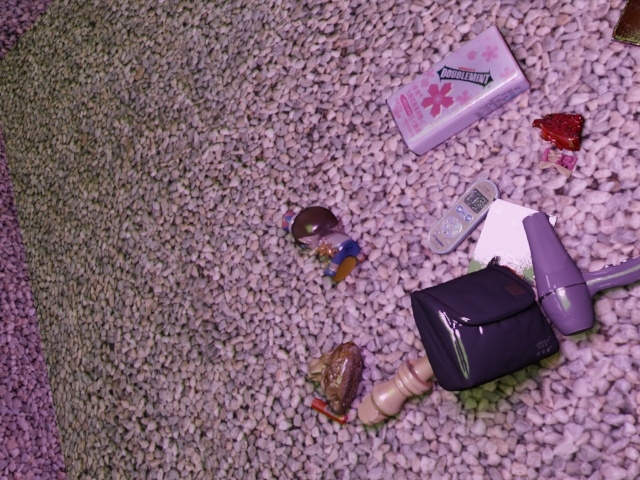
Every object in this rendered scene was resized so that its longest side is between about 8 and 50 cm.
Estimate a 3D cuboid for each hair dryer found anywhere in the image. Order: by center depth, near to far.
[{"bbox_3d":[0.672,0.036,1.449,0.361,0.121,0.301,-21,69,18],"label":"hair dryer"}]

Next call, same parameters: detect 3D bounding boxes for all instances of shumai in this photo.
[{"bbox_3d":[0.036,0.378,1.763,0.152,0.161,0.210,16,109,31],"label":"shumai"}]

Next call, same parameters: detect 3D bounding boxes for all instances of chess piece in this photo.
[{"bbox_3d":[0.247,0.367,1.651,0.397,0.117,0.117,-43,62,21],"label":"chess piece"}]

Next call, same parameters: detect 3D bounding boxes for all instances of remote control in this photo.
[{"bbox_3d":[0.386,-0.061,1.672,0.244,0.047,0.087,-49,57,18],"label":"remote control"}]

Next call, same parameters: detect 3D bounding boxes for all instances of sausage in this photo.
[{"bbox_3d":[0.032,0.503,1.818,0.129,0.034,0.034,19,93,34],"label":"sausage"}]

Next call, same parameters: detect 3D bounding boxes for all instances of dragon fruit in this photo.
[{"bbox_3d":[0.600,-0.268,1.572,0.131,0.063,0.097,12,56,34],"label":"dragon fruit"}]

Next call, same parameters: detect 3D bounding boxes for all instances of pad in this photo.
[{"bbox_3d":[0.481,0.029,1.592,0.170,0.006,0.246,21,96,22],"label":"pad"}]

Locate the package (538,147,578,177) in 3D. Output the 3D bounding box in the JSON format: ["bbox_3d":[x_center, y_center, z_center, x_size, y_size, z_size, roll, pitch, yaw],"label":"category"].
[{"bbox_3d":[0.599,-0.196,1.564,0.083,0.029,0.059,24,88,23],"label":"package"}]

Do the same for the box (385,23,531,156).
[{"bbox_3d":[0.365,-0.404,1.704,0.369,0.112,0.190,-32,65,25],"label":"box"}]

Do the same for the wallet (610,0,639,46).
[{"bbox_3d":[0.824,-0.505,1.467,0.232,0.031,0.122,29,103,35],"label":"wallet"}]

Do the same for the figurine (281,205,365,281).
[{"bbox_3d":[0.001,-0.007,1.859,0.275,0.161,0.158,48,145,32],"label":"figurine"}]

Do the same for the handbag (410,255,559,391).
[{"bbox_3d":[0.389,0.182,1.459,0.178,0.301,0.275,-39,67,65],"label":"handbag"}]
